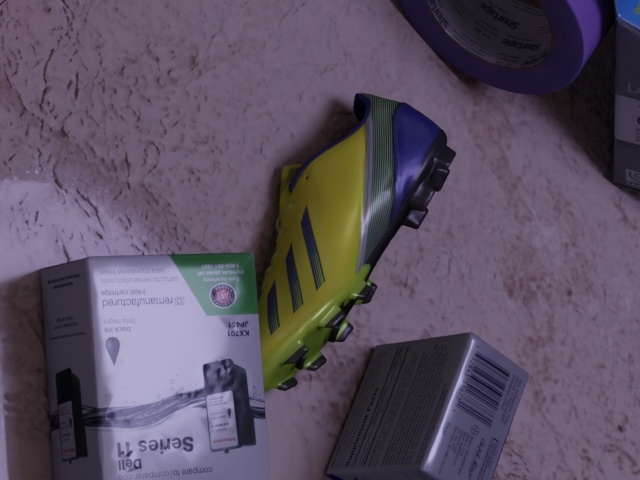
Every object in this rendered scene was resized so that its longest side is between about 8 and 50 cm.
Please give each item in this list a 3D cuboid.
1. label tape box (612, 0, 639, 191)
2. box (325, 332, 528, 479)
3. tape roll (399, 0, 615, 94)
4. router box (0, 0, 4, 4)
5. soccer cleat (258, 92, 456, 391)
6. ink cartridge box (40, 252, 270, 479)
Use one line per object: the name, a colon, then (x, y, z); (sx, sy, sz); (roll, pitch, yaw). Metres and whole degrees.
label tape box: (0.349, -0.216, 1.745); (0.240, 0.106, 0.333); (-63, 160, -24)
box: (0.088, 0.152, 1.610); (0.072, 0.137, 0.126); (34, 65, -26)
tape roll: (0.163, -0.221, 1.689); (0.189, 0.189, 0.080); (47, 60, -19)
router box: (-0.316, -0.335, 1.453); (0.335, 0.082, 0.301); (50, 60, -17)
soccer cleat: (0.000, 0.000, 1.624); (0.121, 0.093, 0.289); (32, 67, 8)
ink cartridge box: (-0.126, 0.118, 1.505); (0.153, 0.087, 0.208); (-2, 84, -33)
